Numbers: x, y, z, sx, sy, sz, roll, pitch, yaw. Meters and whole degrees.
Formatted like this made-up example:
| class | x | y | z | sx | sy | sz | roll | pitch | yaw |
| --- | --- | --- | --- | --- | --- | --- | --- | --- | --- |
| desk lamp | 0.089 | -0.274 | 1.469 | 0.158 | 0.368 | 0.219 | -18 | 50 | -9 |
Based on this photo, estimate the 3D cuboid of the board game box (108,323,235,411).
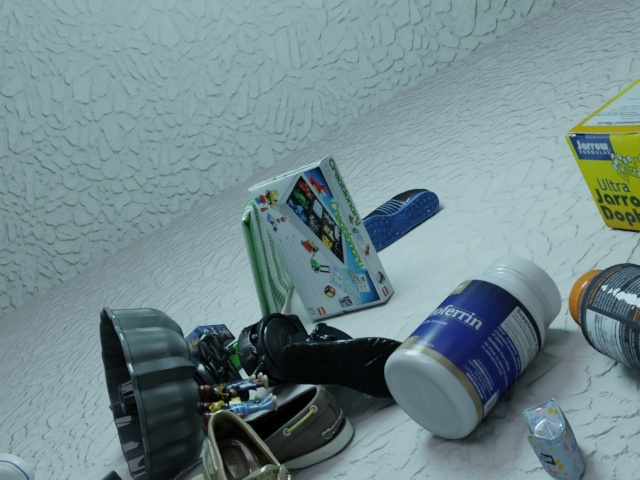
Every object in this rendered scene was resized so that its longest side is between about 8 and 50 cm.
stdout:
| class | x | y | z | sx | sy | sz | roll | pitch | yaw |
| --- | --- | --- | --- | --- | --- | --- | --- | --- | --- |
| board game box | -0.294 | 0.262 | 1.822 | 0.243 | 0.042 | 0.165 | -41 | -10 | 6 |

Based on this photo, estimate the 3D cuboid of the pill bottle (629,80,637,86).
| class | x | y | z | sx | sy | sz | roll | pitch | yaw |
| --- | --- | --- | --- | --- | --- | --- | --- | --- | --- |
| pill bottle | 0.643 | -0.243 | 1.744 | 0.117 | 0.118 | 0.208 | -24 | 19 | 20 |

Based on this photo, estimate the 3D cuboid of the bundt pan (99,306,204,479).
| class | x | y | z | sx | sy | sz | roll | pitch | yaw |
| --- | --- | --- | --- | --- | --- | --- | --- | --- | --- |
| bundt pan | -0.291 | 0.266 | 1.597 | 0.124 | 0.331 | 0.331 | -11 | 11 | -21 |

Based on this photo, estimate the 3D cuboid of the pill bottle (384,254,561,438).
| class | x | y | z | sx | sy | sz | roll | pitch | yaw |
| --- | --- | --- | --- | --- | --- | --- | --- | --- | --- |
| pill bottle | 0.227 | 0.146 | 1.308 | 0.264 | 0.153 | 0.153 | -41 | 20 | -31 |

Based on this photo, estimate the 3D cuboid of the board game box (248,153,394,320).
| class | x | y | z | sx | sy | sz | roll | pitch | yaw |
| --- | --- | --- | --- | --- | --- | --- | --- | --- | --- |
| board game box | 0.000 | 0.000 | 1.813 | 0.193 | 0.305 | 0.053 | -17 | 13 | 35 |

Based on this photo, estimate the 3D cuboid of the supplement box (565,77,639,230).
| class | x | y | z | sx | sy | sz | roll | pitch | yaw |
| --- | --- | --- | --- | --- | --- | --- | --- | --- | --- |
| supplement box | 0.623 | -0.188 | 1.500 | 0.356 | 0.195 | 0.194 | -35 | 18 | -17 |

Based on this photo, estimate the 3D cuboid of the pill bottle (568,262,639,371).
| class | x | y | z | sx | sy | sz | roll | pitch | yaw |
| --- | --- | --- | --- | --- | --- | --- | --- | --- | --- |
| pill bottle | 0.418 | 0.102 | 1.151 | 0.130 | 0.130 | 0.245 | -34 | 18 | -9 |

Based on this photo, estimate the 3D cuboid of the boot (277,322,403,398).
| class | x | y | z | sx | sy | sz | roll | pitch | yaw |
| --- | --- | --- | --- | --- | --- | --- | --- | --- | --- |
| boot | 0.057 | 0.195 | 1.520 | 0.246 | 0.094 | 0.207 | 2 | 2 | 7 |

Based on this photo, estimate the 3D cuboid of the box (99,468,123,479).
| class | x | y | z | sx | sy | sz | roll | pitch | yaw |
| --- | --- | --- | --- | --- | --- | --- | --- | --- | --- |
| box | -0.404 | 0.471 | 1.371 | 0.242 | 0.076 | 0.307 | -37 | -5 | -27 |

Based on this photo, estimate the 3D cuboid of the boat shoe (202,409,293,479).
| class | x | y | z | sx | sy | sz | roll | pitch | yaw |
| --- | --- | --- | --- | --- | --- | --- | --- | --- | --- |
| boat shoe | -0.077 | 0.343 | 1.197 | 0.109 | 0.098 | 0.302 | -15 | 36 | -23 |

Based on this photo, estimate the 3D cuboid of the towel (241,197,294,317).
| class | x | y | z | sx | sy | sz | roll | pitch | yaw |
| --- | --- | --- | --- | --- | --- | --- | --- | --- | --- |
| towel | -0.107 | 0.018 | 1.966 | 0.038 | 0.248 | 0.325 | -12 | 10 | 9 |

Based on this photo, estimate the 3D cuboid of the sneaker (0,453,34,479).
| class | x | y | z | sx | sy | sz | roll | pitch | yaw |
| --- | --- | --- | --- | --- | --- | --- | --- | --- | --- |
| sneaker | -0.700 | 0.543 | 1.835 | 0.282 | 0.102 | 0.161 | -33 | 18 | 30 |

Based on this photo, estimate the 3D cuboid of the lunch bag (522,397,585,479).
| class | x | y | z | sx | sy | sz | roll | pitch | yaw |
| --- | --- | --- | --- | --- | --- | --- | --- | --- | --- |
| lunch bag | 0.281 | 0.243 | 1.088 | 0.053 | 0.071 | 0.083 | -27 | 19 | 7 |

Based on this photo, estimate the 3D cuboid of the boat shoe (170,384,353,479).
| class | x | y | z | sx | sy | sz | roll | pitch | yaw |
| --- | --- | --- | --- | --- | --- | --- | --- | --- | --- |
| boat shoe | -0.110 | 0.330 | 1.440 | 0.324 | 0.097 | 0.116 | -26 | 17 | 15 |

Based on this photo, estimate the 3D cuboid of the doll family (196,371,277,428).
| class | x | y | z | sx | sy | sz | roll | pitch | yaw |
| --- | --- | --- | --- | --- | --- | --- | --- | --- | --- |
| doll family | -0.139 | 0.248 | 1.396 | 0.111 | 0.076 | 0.193 | -7 | -11 | -18 |

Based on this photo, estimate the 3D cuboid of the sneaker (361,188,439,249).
| class | x | y | z | sx | sy | sz | roll | pitch | yaw |
| --- | --- | --- | --- | --- | --- | --- | --- | --- | --- |
| sneaker | 0.159 | -0.048 | 2.072 | 0.232 | 0.081 | 0.090 | -27 | 14 | -10 |

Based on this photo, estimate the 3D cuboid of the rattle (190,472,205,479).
| class | x | y | z | sx | sy | sz | roll | pitch | yaw |
| --- | --- | --- | --- | --- | --- | --- | --- | --- | --- |
| rattle | -0.175 | 0.353 | 1.308 | 0.130 | 0.142 | 0.200 | -3 | 66 | 46 |

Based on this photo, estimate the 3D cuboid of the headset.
| class | x | y | z | sx | sy | sz | roll | pitch | yaw |
| --- | --- | --- | --- | --- | --- | --- | --- | --- | --- |
| headset | -0.153 | 0.212 | 1.688 | 0.243 | 0.185 | 0.394 | -30 | 6 | 4 |
